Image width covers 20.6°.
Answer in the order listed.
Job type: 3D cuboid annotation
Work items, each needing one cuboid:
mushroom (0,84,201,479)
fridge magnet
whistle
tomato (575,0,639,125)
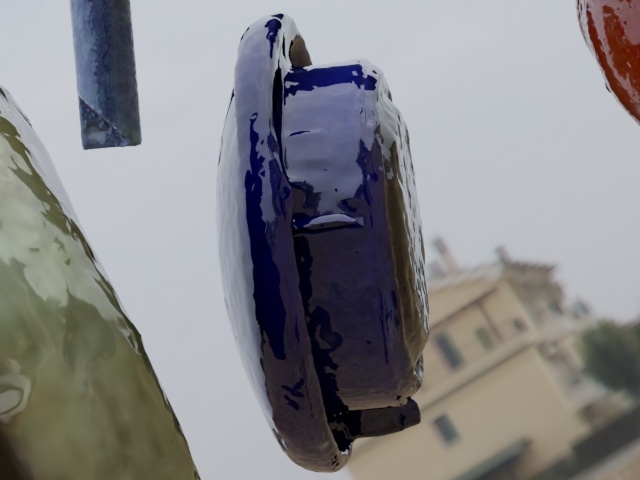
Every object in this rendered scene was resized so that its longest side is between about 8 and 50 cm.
[{"bbox_3d":[-0.148,0.044,0.811,0.130,0.344,0.247,-28,-23,0],"label":"mushroom"},{"bbox_3d":[0.000,0.000,1.013,0.112,0.266,0.265,-7,-8,6],"label":"fridge magnet"},{"bbox_3d":[-0.210,-0.239,1.666,0.062,0.304,0.062,-5,4,0],"label":"whistle"},{"bbox_3d":[0.157,-0.116,0.736,0.139,0.091,0.159,-52,9,28],"label":"tomato"}]
